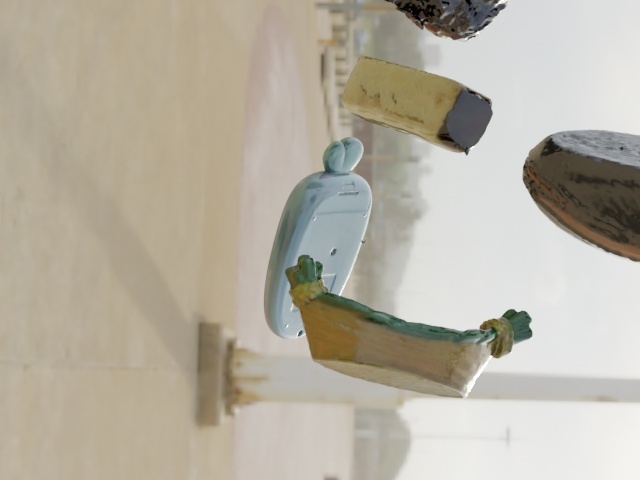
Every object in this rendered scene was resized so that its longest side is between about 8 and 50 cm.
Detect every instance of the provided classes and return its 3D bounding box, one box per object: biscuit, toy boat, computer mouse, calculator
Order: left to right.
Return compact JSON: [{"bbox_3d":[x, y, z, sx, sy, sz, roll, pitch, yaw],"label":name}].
[{"bbox_3d":[0.000,0.000,1.608,0.185,0.041,0.298,-3,115,-55],"label":"calculator"},{"bbox_3d":[0.073,0.075,0.957,0.089,0.230,0.088,-24,-127,62],"label":"toy boat"},{"bbox_3d":[0.078,-0.118,0.994,0.188,0.052,0.056,34,-78,62],"label":"biscuit"},{"bbox_3d":[0.364,-0.035,1.207,0.183,0.323,0.116,-28,128,-48],"label":"computer mouse"}]

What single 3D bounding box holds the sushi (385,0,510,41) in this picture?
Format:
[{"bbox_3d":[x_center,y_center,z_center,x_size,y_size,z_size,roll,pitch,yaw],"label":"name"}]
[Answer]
[{"bbox_3d":[0.092,-0.370,1.395,0.182,0.343,0.196,-55,-163,29],"label":"sushi"}]
